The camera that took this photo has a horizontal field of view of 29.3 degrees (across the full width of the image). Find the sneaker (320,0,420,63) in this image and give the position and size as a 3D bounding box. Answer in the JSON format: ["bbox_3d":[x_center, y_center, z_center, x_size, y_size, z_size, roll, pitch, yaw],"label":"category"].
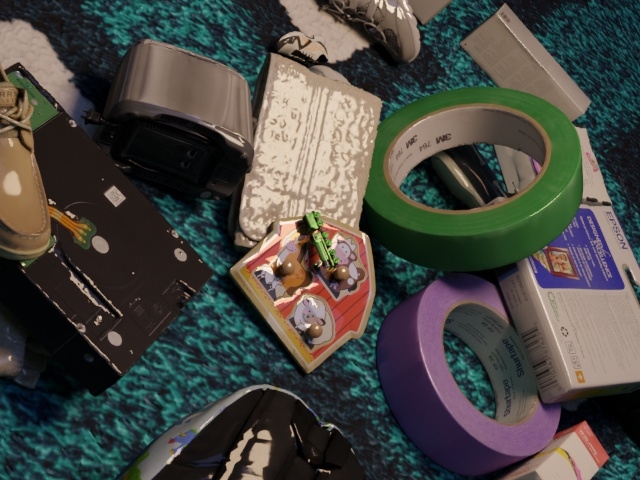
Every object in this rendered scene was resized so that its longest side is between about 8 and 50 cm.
[{"bbox_3d":[0.052,-0.394,1.995,0.115,0.105,0.281,-41,99,-16],"label":"sneaker"}]

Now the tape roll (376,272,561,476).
[{"bbox_3d":[0.211,0.186,1.715,0.275,0.090,0.274,23,48,-29],"label":"tape roll"}]

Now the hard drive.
[{"bbox_3d":[-0.294,-0.019,1.349,0.339,0.064,0.237,48,34,-8],"label":"hard drive"}]

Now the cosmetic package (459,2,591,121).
[{"bbox_3d":[0.369,-0.303,2.204,0.239,0.099,0.060,48,38,-7],"label":"cosmetic package"}]

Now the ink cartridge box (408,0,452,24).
[{"bbox_3d":[0.156,-0.583,2.175,0.309,0.130,0.272,44,40,-11],"label":"ink cartridge box"}]

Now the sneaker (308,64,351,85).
[{"bbox_3d":[-0.011,-0.165,1.757,0.115,0.090,0.232,15,52,-32],"label":"sneaker"}]

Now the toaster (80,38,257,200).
[{"bbox_3d":[-0.189,-0.158,1.549,0.227,0.129,0.146,18,47,-18],"label":"toaster"}]

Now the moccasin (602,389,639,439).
[{"bbox_3d":[0.572,0.278,1.969,0.380,0.139,0.147,43,49,2],"label":"moccasin"}]

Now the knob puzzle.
[{"bbox_3d":[0.001,0.049,1.595,0.213,0.030,0.213,6,76,-27],"label":"knob puzzle"}]

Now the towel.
[{"bbox_3d":[-0.020,-0.096,1.658,0.187,0.049,0.282,20,72,-24],"label":"towel"}]

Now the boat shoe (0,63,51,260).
[{"bbox_3d":[-0.346,-0.123,1.237,0.109,0.098,0.302,-7,65,-52],"label":"boat shoe"}]

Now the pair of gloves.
[{"bbox_3d":[-0.360,0.034,1.322,0.204,0.042,0.240,31,46,-24],"label":"pair of gloves"}]

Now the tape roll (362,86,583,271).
[{"bbox_3d":[0.214,-0.094,1.762,0.077,0.321,0.321,74,22,-43],"label":"tape roll"}]

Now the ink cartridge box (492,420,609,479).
[{"bbox_3d":[0.297,0.332,1.672,0.198,0.115,0.067,-29,85,-50],"label":"ink cartridge box"}]

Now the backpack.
[{"bbox_3d":[-0.108,0.308,1.233,0.290,0.273,0.355,43,63,-9],"label":"backpack"}]

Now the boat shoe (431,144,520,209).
[{"bbox_3d":[0.281,-0.057,1.943,0.079,0.095,0.254,-39,84,-10],"label":"boat shoe"}]

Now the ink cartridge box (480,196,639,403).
[{"bbox_3d":[0.392,0.086,1.844,0.307,0.072,0.303,4,60,-46],"label":"ink cartridge box"}]

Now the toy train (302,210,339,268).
[{"bbox_3d":[0.000,0.000,1.588,0.024,0.017,0.083,-16,74,-25],"label":"toy train"}]

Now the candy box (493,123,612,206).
[{"bbox_3d":[0.400,-0.130,2.130,0.196,0.070,0.164,10,56,-38],"label":"candy box"}]

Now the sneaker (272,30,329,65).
[{"bbox_3d":[-0.026,-0.291,1.866,0.109,0.040,0.043,-6,69,-45],"label":"sneaker"}]
